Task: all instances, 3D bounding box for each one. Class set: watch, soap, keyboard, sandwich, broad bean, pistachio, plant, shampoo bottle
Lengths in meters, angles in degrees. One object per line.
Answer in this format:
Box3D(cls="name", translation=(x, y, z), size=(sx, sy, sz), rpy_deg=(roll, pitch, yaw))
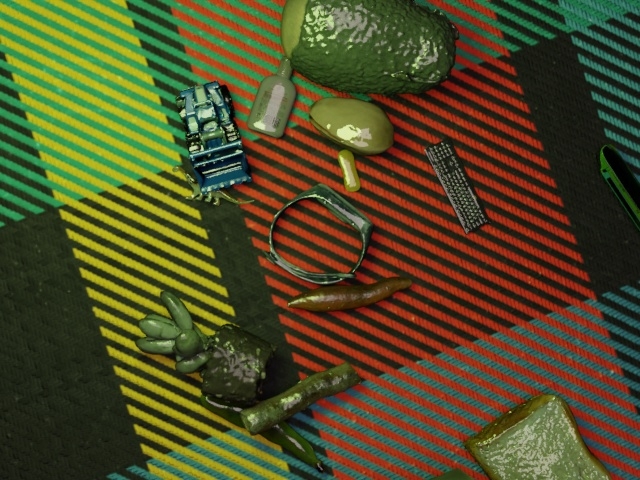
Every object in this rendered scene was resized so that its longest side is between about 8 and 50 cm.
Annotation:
Box3D(cls="watch", translation=(0.000, 0.000, 1.926), size=(0.206, 0.068, 0.193), rpy_deg=(38, 89, 2))
Box3D(cls="soap", translation=(0.059, -0.144, 1.961), size=(0.034, 0.012, 0.089), rpy_deg=(-15, 88, -4))
Box3D(cls="keyboard", translation=(0.284, -0.113, 1.978), size=(0.063, 0.010, 0.198), rpy_deg=(-26, 90, -7))
Box3D(cls="sandwich", translation=(0.448, 0.460, 1.927), size=(0.226, 0.087, 0.251), rpy_deg=(-32, 90, -6))
Box3D(cls="broad bean", translation=(-0.108, 0.373, 1.912), size=(0.297, 0.043, 0.060), rpy_deg=(30, 95, -3))
Box3D(cls="pistachio", translation=(0.063, -0.230, 1.915), size=(0.185, 0.108, 0.126), rpy_deg=(25, 48, 11))
Box3D(cls="plant", translation=(-0.228, 0.216, 1.859), size=(0.274, 0.149, 0.146), rpy_deg=(27, 86, 0))
Box3D(cls="shampoo bottle", translation=(-0.091, -0.295, 1.943), size=(0.080, 0.040, 0.165), rpy_deg=(19, 86, -2))

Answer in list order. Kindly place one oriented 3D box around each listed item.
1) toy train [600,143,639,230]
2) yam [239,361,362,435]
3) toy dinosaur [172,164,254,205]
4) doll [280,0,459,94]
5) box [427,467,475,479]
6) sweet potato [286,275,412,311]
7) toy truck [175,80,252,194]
Box3D(cls="toy train", translation=(0.639, -0.104, 1.986), size=(0.044, 0.042, 0.209), rpy_deg=(-33, 89, -28))
Box3D(cls="yam", translation=(-0.037, 0.309, 1.889), size=(0.252, 0.061, 0.061), rpy_deg=(-23, 89, -17))
Box3D(cls="toy dinosaur", translation=(-0.225, -0.095, 1.927), size=(0.180, 0.037, 0.058), rpy_deg=(24, 91, -2))
Box3D(cls="doll", translation=(0.096, -0.404, 1.874), size=(0.349, 0.247, 0.247), rpy_deg=(16, 86, 0))
Box3D(cls="box", translation=(0.167, 0.583, 1.771), size=(0.343, 0.352, 0.177), rpy_deg=(-22, 89, -7))
Box3D(cls="sweet potato", translation=(0.060, 0.114, 1.931), size=(0.264, 0.057, 0.057), rpy_deg=(-6, 88, -11))
Box3D(cls="toy truck", translation=(-0.212, -0.208, 1.883), size=(0.113, 0.126, 0.208), rpy_deg=(-16, 84, -3))
